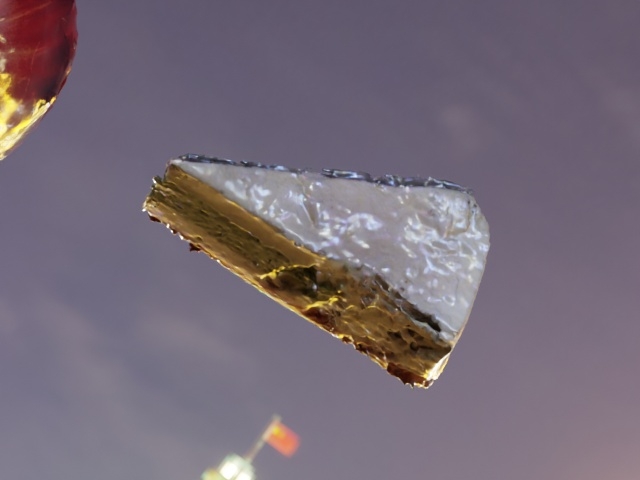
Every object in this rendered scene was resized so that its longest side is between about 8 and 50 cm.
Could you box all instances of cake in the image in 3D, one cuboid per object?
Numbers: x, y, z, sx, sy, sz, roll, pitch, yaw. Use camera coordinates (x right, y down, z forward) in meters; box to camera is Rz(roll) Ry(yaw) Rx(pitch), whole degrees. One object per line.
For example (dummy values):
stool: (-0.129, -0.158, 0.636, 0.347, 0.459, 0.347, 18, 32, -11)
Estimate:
cake: (0.011, -0.013, 1.071, 0.220, 0.117, 0.086, 33, -31, -1)

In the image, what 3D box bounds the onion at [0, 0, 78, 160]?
onion: (-0.143, -0.074, 0.531, 0.131, 0.131, 0.131, 18, -46, 20)
